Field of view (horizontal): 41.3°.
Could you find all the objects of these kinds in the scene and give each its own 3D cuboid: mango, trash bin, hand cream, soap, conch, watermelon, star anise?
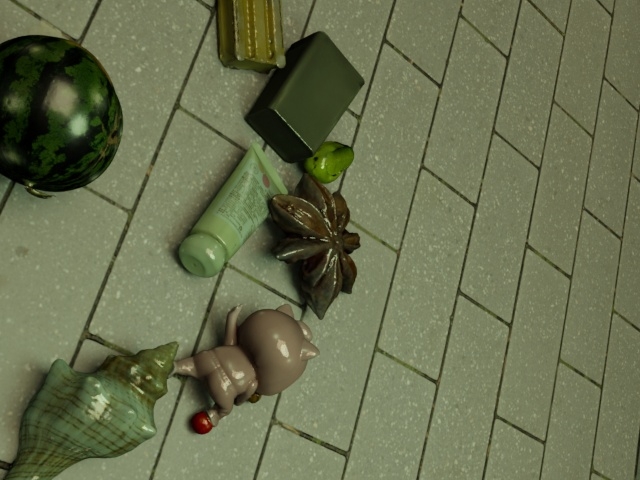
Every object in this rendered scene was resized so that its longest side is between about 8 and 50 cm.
[{"bbox_3d":[0.019,-0.177,1.907,0.165,0.074,0.091,-20,123,-59],"label":"mango"},{"bbox_3d":[-0.033,-0.307,1.861,0.164,0.122,0.240,44,58,-26],"label":"trash bin"},{"bbox_3d":[-0.170,-0.055,1.708,0.306,0.093,0.147,-54,125,-35],"label":"hand cream"},{"bbox_3d":[-0.151,-0.480,1.823,0.135,0.076,0.233,1,81,-40],"label":"soap"},{"bbox_3d":[-0.384,0.286,1.414,0.203,0.169,0.386,47,49,8],"label":"conch"},{"bbox_3d":[-0.450,-0.208,1.391,0.269,0.269,0.269,10,75,-39],"label":"watermelon"},{"bbox_3d":[-0.007,0.014,1.810,0.315,0.108,0.315,4,86,-55],"label":"star anise"}]

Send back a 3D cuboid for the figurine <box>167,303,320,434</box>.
[{"bbox_3d":[-0.151,0.240,1.650,0.287,0.186,0.176,-32,63,-20],"label":"figurine"}]
